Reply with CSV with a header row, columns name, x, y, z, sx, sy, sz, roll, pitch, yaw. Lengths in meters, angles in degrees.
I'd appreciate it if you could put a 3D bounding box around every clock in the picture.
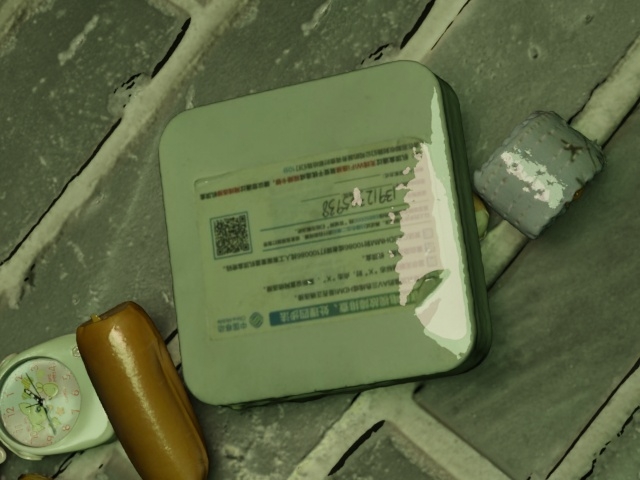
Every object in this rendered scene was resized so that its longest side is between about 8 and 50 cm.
name,x,y,z,sx,sy,sz,roll,pitch,yaw
clock,-0.362,0.213,1.825,0.191,0.062,0.152,-16,79,6

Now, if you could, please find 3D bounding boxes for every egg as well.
name,x,y,z,sx,sy,sz,roll,pitch,yaw
egg,0.177,-0.033,1.780,0.071,0.071,0.083,-33,76,2

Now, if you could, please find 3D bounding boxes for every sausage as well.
name,x,y,z,sx,sy,sz,roll,pitch,yaw
sausage,-0.205,0.235,1.758,0.112,0.112,0.328,-25,93,4

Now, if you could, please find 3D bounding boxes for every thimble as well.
name,x,y,z,sx,sy,sz,roll,pitch,yaw
thimble,0.272,-0.085,1.734,0.118,0.151,0.127,42,130,10

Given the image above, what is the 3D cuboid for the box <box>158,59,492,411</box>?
name,x,y,z,sx,sy,sz,roll,pitch,yaw
box,0.000,0.000,1.756,0.395,0.111,0.397,-10,79,20

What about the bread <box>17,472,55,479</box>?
name,x,y,z,sx,sy,sz,roll,pitch,yaw
bread,-0.327,0.431,1.768,0.235,0.099,0.210,25,83,18
